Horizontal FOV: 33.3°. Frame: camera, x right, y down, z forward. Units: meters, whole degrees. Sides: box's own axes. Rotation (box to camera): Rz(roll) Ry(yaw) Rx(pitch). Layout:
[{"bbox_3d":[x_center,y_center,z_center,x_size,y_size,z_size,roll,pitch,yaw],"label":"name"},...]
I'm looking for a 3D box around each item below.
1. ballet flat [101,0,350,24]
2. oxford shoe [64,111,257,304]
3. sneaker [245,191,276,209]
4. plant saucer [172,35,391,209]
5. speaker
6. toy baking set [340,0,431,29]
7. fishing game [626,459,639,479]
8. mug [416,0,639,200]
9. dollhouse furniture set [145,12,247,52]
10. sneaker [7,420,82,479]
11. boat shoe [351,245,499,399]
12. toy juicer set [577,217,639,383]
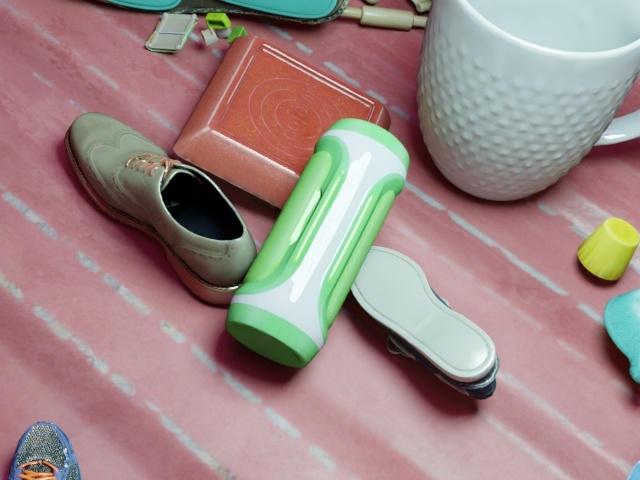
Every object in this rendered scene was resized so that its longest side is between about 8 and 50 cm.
[{"bbox_3d":[-0.182,-0.431,1.641,0.483,0.164,0.182,8,31,1],"label":"ballet flat"},{"bbox_3d":[-0.199,-0.075,1.362,0.348,0.130,0.123,39,57,20],"label":"oxford shoe"},{"bbox_3d":[-0.082,-0.094,1.453,0.067,0.042,0.118,-35,62,-26],"label":"sneaker"},{"bbox_3d":[-0.036,-0.158,1.461,0.259,0.047,0.258,27,49,-6],"label":"plant saucer"},{"bbox_3d":[0.000,0.000,1.298,0.131,0.131,0.296,24,69,10],"label":"speaker"},{"bbox_3d":[0.076,-0.409,1.734,0.256,0.030,0.196,1,46,-16],"label":"toy baking set"},{"bbox_3d":[0.436,0.315,1.216,0.189,0.041,0.264,36,56,22],"label":"fishing game"},{"bbox_3d":[0.312,-0.215,1.426,0.374,0.328,0.276,3,52,-7],"label":"mug"},{"bbox_3d":[-0.177,-0.296,1.608,0.152,0.058,0.076,7,57,21],"label":"dollhouse furniture set"},{"bbox_3d":[-0.291,0.282,1.097,0.083,0.087,0.221,2,52,-8],"label":"sneaker"},{"bbox_3d":[0.122,0.098,1.306,0.095,0.079,0.254,-40,52,-17],"label":"boat shoe"},{"bbox_3d":[0.454,0.121,1.347,0.209,0.089,0.329,11,42,-16],"label":"toy juicer set"}]
